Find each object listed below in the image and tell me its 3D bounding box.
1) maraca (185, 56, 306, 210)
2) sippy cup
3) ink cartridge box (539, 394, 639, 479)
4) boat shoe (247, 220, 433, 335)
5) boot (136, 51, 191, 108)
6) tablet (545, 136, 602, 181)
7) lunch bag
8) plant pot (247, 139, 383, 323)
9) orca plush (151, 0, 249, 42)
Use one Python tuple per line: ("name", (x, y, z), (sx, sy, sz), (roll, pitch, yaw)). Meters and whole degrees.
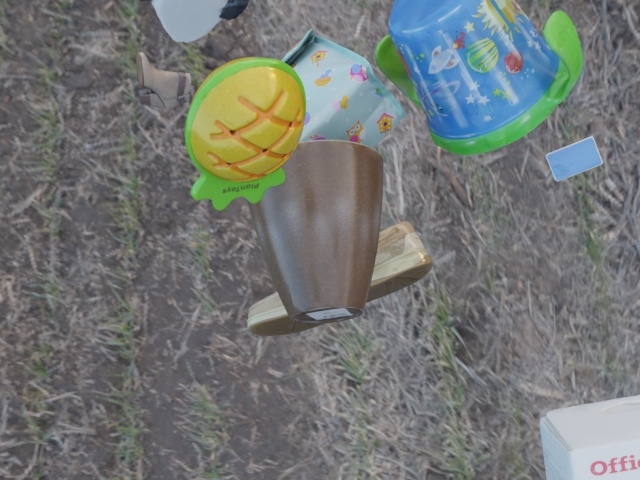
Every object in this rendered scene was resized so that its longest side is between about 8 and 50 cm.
("maraca", (-0.076, -0.103, 0.812), (0.127, 0.185, 0.099), (-10, 49, -22))
("sippy cup", (0.223, -0.288, 1.219), (0.306, 0.224, 0.240), (-24, 38, 24))
("ink cartridge box", (0.527, 0.459, 1.289), (0.280, 0.160, 0.384), (-10, 97, -1))
("boat shoe", (0.023, 0.068, 1.413), (0.341, 0.121, 0.110), (-20, 69, -12))
("boot", (-0.260, -0.269, 1.347), (0.087, 0.118, 0.042), (-10, 56, -17))
("tablet", (0.434, -0.139, 1.380), (0.083, 0.006, 0.054), (-22, 107, 17))
("lunch bag", (-0.030, -0.213, 1.306), (0.223, 0.160, 0.262), (-45, 44, 1))
("plant pot", (0.000, 0.000, 1.192), (0.216, 0.215, 0.230), (-11, 73, 15))
("orca plush", (-0.175, -0.376, 1.056), (0.151, 0.287, 0.102), (-2, 73, 3))
